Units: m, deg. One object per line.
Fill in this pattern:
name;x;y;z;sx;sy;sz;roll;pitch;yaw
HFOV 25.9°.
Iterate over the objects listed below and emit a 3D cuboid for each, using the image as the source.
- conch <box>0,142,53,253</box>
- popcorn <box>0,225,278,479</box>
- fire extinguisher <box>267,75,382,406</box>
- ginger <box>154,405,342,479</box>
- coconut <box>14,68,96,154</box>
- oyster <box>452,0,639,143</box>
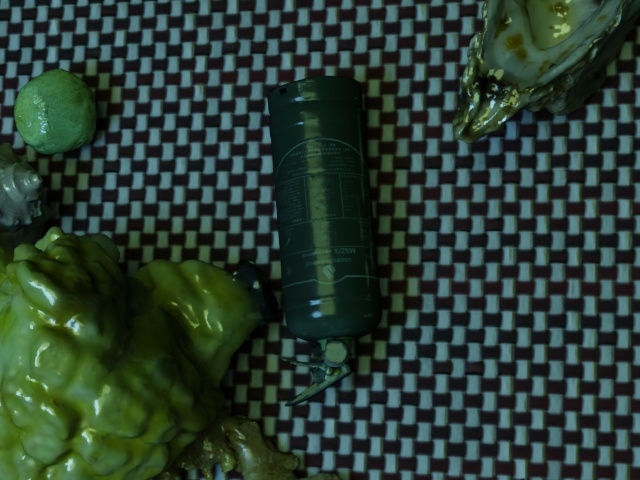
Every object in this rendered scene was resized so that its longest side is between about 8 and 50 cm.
conch;-0.378;-0.001;1.418;0.245;0.178;0.163;-27;67;28
popcorn;-0.232;0.111;1.315;0.237;0.293;0.293;-30;72;40
fire extinguisher;0.000;0.000;1.350;0.114;0.095;0.311;-6;79;-1
ginger;-0.083;0.222;1.358;0.193;0.052;0.176;-24;76;11
coconut;-0.272;-0.134;1.454;0.088;0.096;0.088;19;122;32
oyster;0.241;-0.223;1.324;0.166;0.110;0.341;28;86;12
